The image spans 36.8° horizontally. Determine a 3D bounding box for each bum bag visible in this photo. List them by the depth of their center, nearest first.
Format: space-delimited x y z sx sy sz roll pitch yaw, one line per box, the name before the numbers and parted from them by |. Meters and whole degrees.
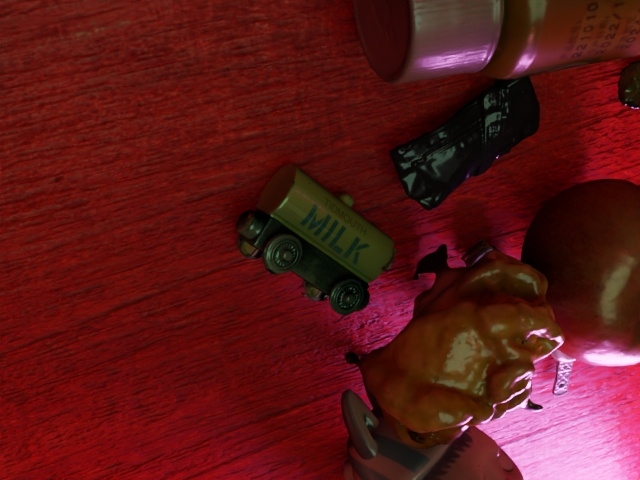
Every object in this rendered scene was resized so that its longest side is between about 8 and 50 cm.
bum bag | 0.215 -0.149 1.395 0.248 0.060 0.123 -31 125 -7

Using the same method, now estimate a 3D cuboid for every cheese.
cheese | 0.432 0.194 1.684 0.097 0.037 0.192 -7 119 -17

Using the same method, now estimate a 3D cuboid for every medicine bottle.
medicine bottle | 0.250 -0.319 1.217 0.384 0.224 0.224 -13 121 -17

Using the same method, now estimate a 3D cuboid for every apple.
apple | 0.391 0.052 1.475 0.163 0.251 0.293 -3 112 -16

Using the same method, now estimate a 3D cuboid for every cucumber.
cucumber | 0.602 -0.226 1.509 0.303 0.072 0.081 5 112 -26

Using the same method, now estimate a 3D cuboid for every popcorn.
popcorn | 0.213 0.166 1.407 0.281 0.297 0.316 39 84 -1

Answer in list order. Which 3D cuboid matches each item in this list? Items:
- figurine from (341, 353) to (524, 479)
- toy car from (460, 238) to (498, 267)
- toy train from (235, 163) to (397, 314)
figurine | 0.163 0.350 1.573 0.266 0.361 0.378 -20 89 -16
toy car | 0.279 0.049 1.544 0.059 0.035 0.122 -44 130 8
toy train | 0.000 0.000 1.370 0.253 0.105 0.157 36 85 -33
